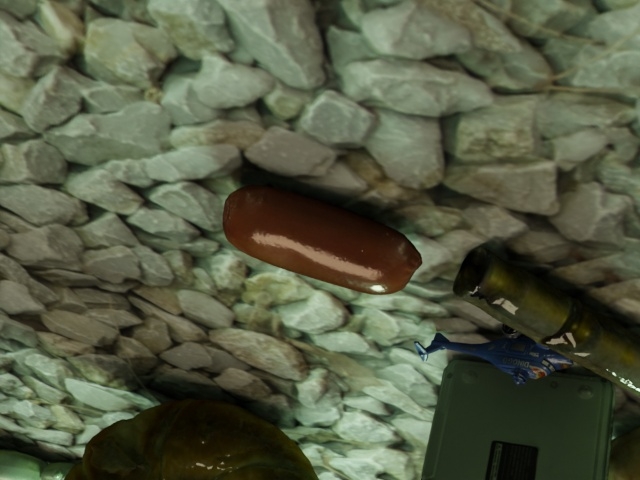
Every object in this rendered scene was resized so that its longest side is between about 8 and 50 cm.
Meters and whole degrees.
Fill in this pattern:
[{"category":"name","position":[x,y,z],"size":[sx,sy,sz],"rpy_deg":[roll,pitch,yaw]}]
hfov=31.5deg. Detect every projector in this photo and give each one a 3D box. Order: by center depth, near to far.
[{"category":"projector","position":[0.198,0.252,1.171],"size":[0.192,0.256,0.099],"rpy_deg":[5,142,16]}]

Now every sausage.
[{"category":"sausage","position":[0.000,0.000,1.070],"size":[0.194,0.077,0.077],"rpy_deg":[19,144,-1]}]

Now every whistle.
[{"category":"whistle","position":[0.277,0.102,1.112],"size":[0.327,0.057,0.068],"rpy_deg":[28,-173,-16]},{"category":"whistle","position":[-0.426,0.357,1.723],"size":[0.258,0.067,0.126],"rpy_deg":[5,156,9]}]

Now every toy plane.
[{"category":"toy plane","position":[0.179,0.117,1.168],"size":[0.167,0.062,0.054],"rpy_deg":[6,145,31]}]

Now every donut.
[{"category":"donut","position":[-0.147,0.365,1.385],"size":[0.361,0.360,0.170],"rpy_deg":[17,144,-2]}]

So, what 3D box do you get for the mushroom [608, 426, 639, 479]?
[{"category":"mushroom","position":[0.462,0.293,1.253],"size":[0.329,0.122,0.159],"rpy_deg":[25,135,-7]}]
